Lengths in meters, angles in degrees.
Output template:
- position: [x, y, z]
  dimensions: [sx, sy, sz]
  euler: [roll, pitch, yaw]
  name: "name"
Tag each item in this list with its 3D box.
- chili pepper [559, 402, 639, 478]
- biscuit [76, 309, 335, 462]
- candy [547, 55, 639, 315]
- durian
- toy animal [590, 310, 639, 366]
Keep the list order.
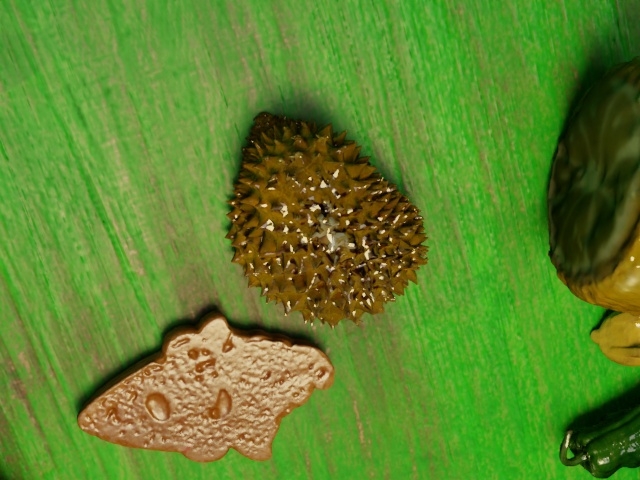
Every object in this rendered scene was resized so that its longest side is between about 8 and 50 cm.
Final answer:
- position: [0.397, 0.213, 1.147]
  dimensions: [0.257, 0.100, 0.074]
  euler: [-30, 66, -9]
  name: "chili pepper"
- position: [-0.122, 0.167, 1.038]
  dimensions: [0.280, 0.043, 0.183]
  euler: [-12, 105, -4]
  name: "biscuit"
- position: [0.320, -0.052, 0.960]
  dimensions: [0.118, 0.260, 0.260]
  euler: [10, 104, -10]
  name: "candy"
- position: [0.008, -0.001, 0.973]
  dimensions: [0.183, 0.138, 0.249]
  euler: [-47, 117, -5]
  name: "durian"
- position: [0.409, 0.117, 1.138]
  dimensions: [0.159, 0.083, 0.070]
  euler: [6, 79, -26]
  name: "toy animal"
